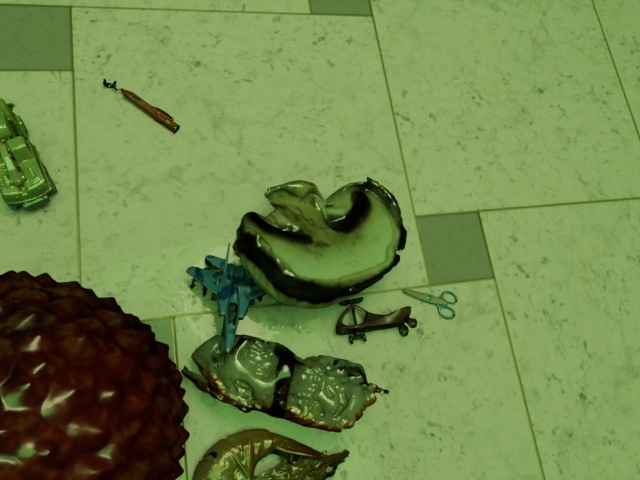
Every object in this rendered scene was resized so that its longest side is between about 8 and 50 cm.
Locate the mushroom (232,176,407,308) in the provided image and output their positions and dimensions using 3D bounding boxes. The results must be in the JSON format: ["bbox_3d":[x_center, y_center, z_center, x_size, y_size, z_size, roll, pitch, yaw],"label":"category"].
[{"bbox_3d":[0.000,0.001,0.888,0.247,0.130,0.344,46,44,9],"label":"mushroom"}]

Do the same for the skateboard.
[{"bbox_3d":[0.100,0.144,0.940,0.152,0.067,0.080,-6,66,-11],"label":"skateboard"}]

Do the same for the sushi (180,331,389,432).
[{"bbox_3d":[-0.060,0.233,0.836,0.333,0.124,0.129,20,78,-5],"label":"sushi"}]

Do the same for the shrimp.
[{"bbox_3d":[-0.078,0.381,0.826,0.268,0.061,0.145,-8,66,-13],"label":"shrimp"}]

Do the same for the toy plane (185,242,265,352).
[{"bbox_3d":[-0.144,0.100,0.827,0.170,0.078,0.246,9,38,-12],"label":"toy plane"}]

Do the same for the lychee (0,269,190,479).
[{"bbox_3d":[-0.404,0.238,0.590,0.501,0.425,0.423,8,70,-38],"label":"lychee"}]

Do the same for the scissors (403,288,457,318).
[{"bbox_3d":[0.219,0.117,0.997,0.119,0.014,0.058,18,69,-11],"label":"scissors"}]

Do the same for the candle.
[{"bbox_3d":[-0.347,-0.265,0.973,0.167,0.021,0.026,34,89,-2],"label":"candle"}]

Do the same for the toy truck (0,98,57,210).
[{"bbox_3d":[-0.527,-0.148,0.844,0.085,0.116,0.191,-26,82,-21],"label":"toy truck"}]
